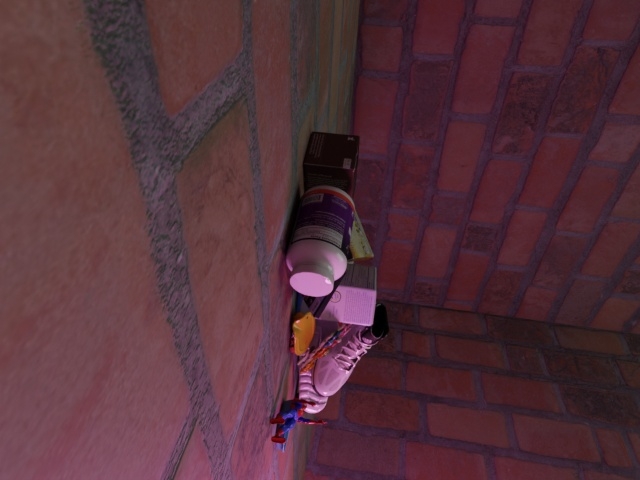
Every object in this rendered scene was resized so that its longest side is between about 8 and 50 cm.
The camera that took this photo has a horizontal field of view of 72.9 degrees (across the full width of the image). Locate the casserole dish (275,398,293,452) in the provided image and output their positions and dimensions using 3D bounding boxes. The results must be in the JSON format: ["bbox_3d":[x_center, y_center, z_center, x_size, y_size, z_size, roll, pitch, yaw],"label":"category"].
[{"bbox_3d":[-0.129,0.662,1.557,0.188,0.037,0.114,-77,172,-51],"label":"casserole dish"}]

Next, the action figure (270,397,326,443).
[{"bbox_3d":[-0.062,0.595,1.456,0.280,0.139,0.092,24,63,-78],"label":"action figure"}]

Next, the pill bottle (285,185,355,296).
[{"bbox_3d":[0.000,0.000,1.305,0.181,0.181,0.323,90,9,-52],"label":"pill bottle"}]

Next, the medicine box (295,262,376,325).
[{"bbox_3d":[0.069,0.194,1.686,0.263,0.289,0.149,-63,158,-73],"label":"medicine box"}]

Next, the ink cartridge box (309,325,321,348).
[{"bbox_3d":[-0.048,0.397,1.766,0.143,0.092,0.090,81,18,-67],"label":"ink cartridge box"}]

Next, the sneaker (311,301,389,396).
[{"bbox_3d":[0.121,0.425,1.750,0.448,0.169,0.257,-57,-177,-19],"label":"sneaker"}]

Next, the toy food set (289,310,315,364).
[{"bbox_3d":[-0.080,0.339,1.566,0.128,0.071,0.218,-40,141,-45],"label":"toy food set"}]

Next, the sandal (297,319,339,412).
[{"bbox_3d":[-0.027,0.522,1.880,0.102,0.169,0.416,137,-33,-70],"label":"sandal"}]

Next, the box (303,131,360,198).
[{"bbox_3d":[0.040,-0.235,1.483,0.203,0.167,0.168,89,10,-52],"label":"box"}]

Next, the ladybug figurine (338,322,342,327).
[{"bbox_3d":[0.070,0.299,2.056,0.305,0.161,0.449,23,-48,52],"label":"ladybug figurine"}]

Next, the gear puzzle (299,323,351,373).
[{"bbox_3d":[0.007,0.435,1.668,0.175,0.044,0.339,-26,158,-50],"label":"gear puzzle"}]

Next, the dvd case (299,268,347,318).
[{"bbox_3d":[-0.002,0.129,1.429,0.180,0.022,0.253,-59,-159,6],"label":"dvd case"}]

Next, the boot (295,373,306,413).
[{"bbox_3d":[-0.066,0.674,2.005,0.263,0.091,0.229,10,88,-74],"label":"boot"}]

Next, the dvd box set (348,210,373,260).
[{"bbox_3d":[0.118,-0.054,1.933,0.308,0.062,0.420,68,16,7],"label":"dvd box set"}]
